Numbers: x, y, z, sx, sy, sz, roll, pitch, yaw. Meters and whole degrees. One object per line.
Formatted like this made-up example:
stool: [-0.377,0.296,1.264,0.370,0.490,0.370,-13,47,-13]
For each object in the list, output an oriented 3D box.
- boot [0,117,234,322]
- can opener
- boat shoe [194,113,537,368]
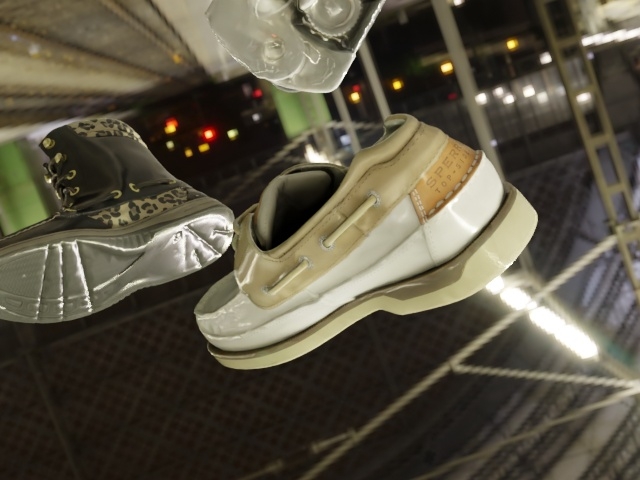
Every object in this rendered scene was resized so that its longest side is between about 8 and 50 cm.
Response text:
boot: [-0.216,-0.024,1.009,0.236,0.085,0.178,-17,-137,-33]
can opener: [0.037,-0.203,0.563,0.283,0.076,0.095,-61,-179,11]
boat shoe: [0.000,0.000,0.756,0.302,0.103,0.113,-26,-157,47]
